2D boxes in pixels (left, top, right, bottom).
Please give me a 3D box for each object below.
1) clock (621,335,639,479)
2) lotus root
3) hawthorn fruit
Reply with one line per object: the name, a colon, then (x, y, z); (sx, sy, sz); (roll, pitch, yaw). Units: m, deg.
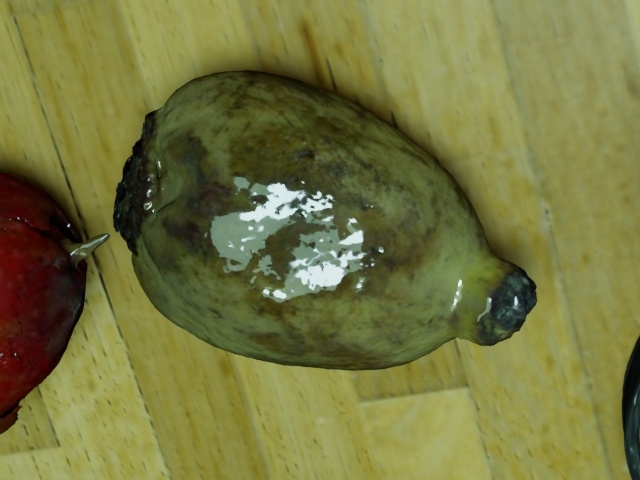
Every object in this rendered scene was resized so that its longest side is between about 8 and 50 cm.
clock: (0.241, 0.094, 0.788); (0.184, 0.040, 0.184); (5, 113, 13)
lotus root: (0.000, 0.000, 0.771); (0.214, 0.138, 0.138); (24, 116, 5)
hawthorn fruit: (-0.183, 0.028, 0.828); (0.172, 0.148, 0.148); (-27, 102, 11)
